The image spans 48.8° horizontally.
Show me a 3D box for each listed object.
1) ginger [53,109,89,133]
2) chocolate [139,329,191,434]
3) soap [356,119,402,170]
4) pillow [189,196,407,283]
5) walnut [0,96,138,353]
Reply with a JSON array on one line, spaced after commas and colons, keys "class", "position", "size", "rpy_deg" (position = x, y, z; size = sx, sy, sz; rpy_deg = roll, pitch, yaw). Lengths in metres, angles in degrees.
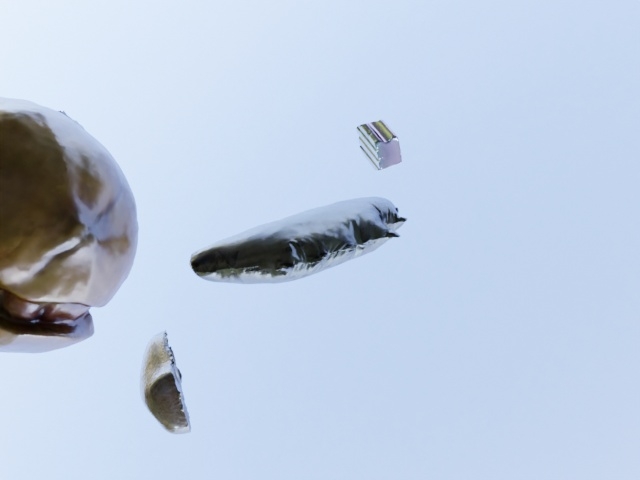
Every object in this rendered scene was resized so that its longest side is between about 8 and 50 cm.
[{"class": "ginger", "position": [-0.519, -0.135, 1.472], "size": [0.123, 0.219, 0.270], "rpy_deg": [-18, -96, -2]}, {"class": "chocolate", "position": [-0.328, 0.295, 1.450], "size": [0.083, 0.161, 0.261], "rpy_deg": [-16, -161, -11]}, {"class": "soap", "position": [0.129, -0.214, 1.576], "size": [0.056, 0.100, 0.149], "rpy_deg": [-18, -145, -7]}, {"class": "pillow", "position": [-0.001, 0.000, 0.648], "size": [0.093, 0.241, 0.051], "rpy_deg": [14, -66, 50]}, {"class": "walnut", "position": [-0.291, -0.024, 0.602], "size": [0.336, 0.209, 0.209], "rpy_deg": [20, -95, 36]}]
